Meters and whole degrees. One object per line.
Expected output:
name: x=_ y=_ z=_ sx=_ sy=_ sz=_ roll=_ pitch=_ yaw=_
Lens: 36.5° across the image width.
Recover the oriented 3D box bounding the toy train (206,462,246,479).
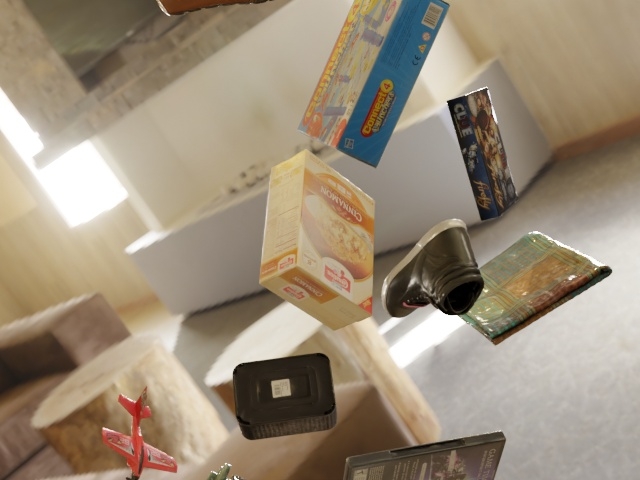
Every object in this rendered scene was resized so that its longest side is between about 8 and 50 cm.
toy train: x=-0.173 y=0.531 z=1.733 sx=0.190 sy=0.142 sz=0.334 roll=-57 pitch=6 yaw=1

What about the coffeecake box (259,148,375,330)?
coffeecake box: x=0.000 y=0.000 z=1.250 sx=0.068 sy=0.142 sz=0.185 roll=-25 pitch=45 yaw=34

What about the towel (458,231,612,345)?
towel: x=0.396 y=0.086 z=1.955 sx=0.271 sy=0.040 sz=0.370 roll=-32 pitch=12 yaw=-2

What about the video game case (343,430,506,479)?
video game case: x=0.169 y=0.413 z=1.648 sx=0.274 sy=0.196 sz=0.026 roll=-7 pitch=42 yaw=-15

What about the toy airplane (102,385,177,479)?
toy airplane: x=-0.262 y=0.278 z=1.376 sx=0.028 sy=0.151 sz=0.151 roll=-24 pitch=16 yaw=27

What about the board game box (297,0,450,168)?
board game box: x=0.087 y=-0.308 z=1.785 sx=0.308 sy=0.086 sz=0.302 roll=-66 pitch=18 yaw=5

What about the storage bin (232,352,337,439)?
storage bin: x=-0.064 y=0.285 z=1.770 sx=0.180 sy=0.122 sz=0.084 roll=-7 pitch=-30 yaw=-2

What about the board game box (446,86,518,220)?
board game box: x=0.325 y=-0.176 z=1.926 sx=0.042 sy=0.243 sz=0.165 roll=-14 pitch=8 yaw=27

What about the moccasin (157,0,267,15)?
moccasin: x=-0.148 y=-0.532 z=1.823 sx=0.380 sy=0.147 sz=0.139 roll=-2 pitch=43 yaw=23

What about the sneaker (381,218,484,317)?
sneaker: x=0.211 y=0.103 z=1.864 sx=0.105 sy=0.146 sz=0.295 roll=1 pitch=-37 yaw=-27
